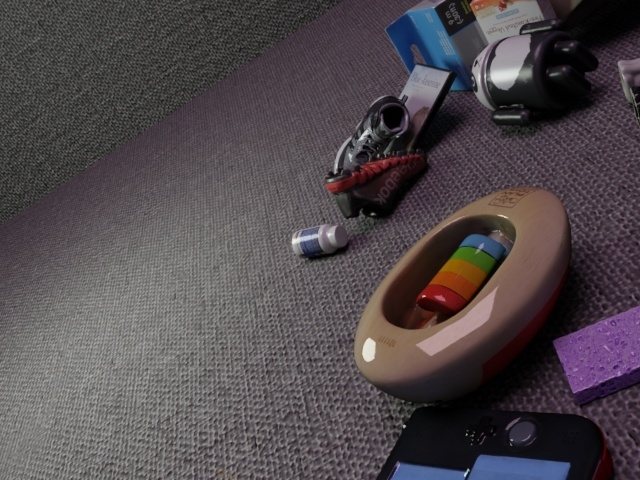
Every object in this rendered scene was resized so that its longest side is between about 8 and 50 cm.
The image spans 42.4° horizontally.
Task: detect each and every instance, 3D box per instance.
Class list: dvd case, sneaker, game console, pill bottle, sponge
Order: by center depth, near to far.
[{"bbox_3d":[0.171,0.377,1.065,0.342,0.060,0.386,-4,40,45],"label":"game console"},{"bbox_3d":[0.441,0.147,1.162,0.210,0.031,0.117,-26,28,16],"label":"sponge"},{"bbox_3d":[0.000,0.000,1.860,0.120,0.067,0.067,-12,35,38],"label":"pill bottle"},{"bbox_3d":[0.138,-0.126,1.879,0.276,0.135,0.098,-23,12,-31],"label":"sneaker"},{"bbox_3d":[0.125,-0.237,1.974,0.268,0.101,0.153,-60,10,-4],"label":"sneaker"},{"bbox_3d":[0.228,-0.312,2.034,0.253,0.022,0.180,-63,27,6],"label":"dvd case"}]

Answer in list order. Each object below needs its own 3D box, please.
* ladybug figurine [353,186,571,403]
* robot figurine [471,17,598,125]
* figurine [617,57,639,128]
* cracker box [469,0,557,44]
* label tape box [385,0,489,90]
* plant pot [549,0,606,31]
[{"bbox_3d":[0.247,0.091,1.327,0.449,0.162,0.305,-45,28,-19],"label":"ladybug figurine"},{"bbox_3d":[0.462,-0.369,1.816,0.209,0.173,0.278,-35,24,-29],"label":"robot figurine"},{"bbox_3d":[0.693,-0.307,1.570,0.209,0.092,0.215,-16,31,18],"label":"figurine"},{"bbox_3d":[0.474,-0.495,1.941,0.156,0.232,0.067,-9,38,41],"label":"cracker box"},{"bbox_3d":[0.376,-0.522,2.079,0.348,0.249,0.115,-34,27,2],"label":"label tape box"},{"bbox_3d":[0.599,-0.705,1.953,0.323,0.280,0.323,-40,-9,-7],"label":"plant pot"}]
